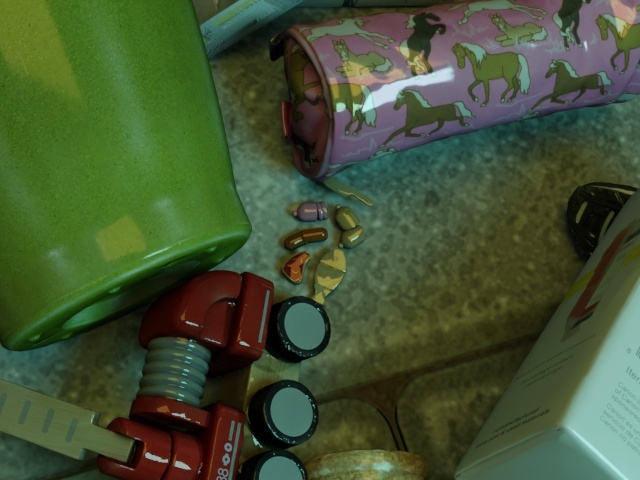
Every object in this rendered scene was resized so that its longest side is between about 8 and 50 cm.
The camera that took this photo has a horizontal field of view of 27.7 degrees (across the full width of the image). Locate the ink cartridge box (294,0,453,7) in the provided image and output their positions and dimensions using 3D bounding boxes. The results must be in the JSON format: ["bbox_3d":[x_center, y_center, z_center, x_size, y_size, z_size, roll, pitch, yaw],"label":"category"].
[{"bbox_3d":[0.042,-0.336,1.404,0.208,0.087,0.153,-2,67,-10],"label":"ink cartridge box"}]

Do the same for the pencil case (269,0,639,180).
[{"bbox_3d":[0.147,-0.175,1.308,0.386,0.160,0.167,-15,47,-16],"label":"pencil case"}]

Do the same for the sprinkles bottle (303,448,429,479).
[{"bbox_3d":[0.045,0.359,1.079,0.121,0.121,0.355,1,66,-9],"label":"sprinkles bottle"}]

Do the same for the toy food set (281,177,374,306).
[{"bbox_3d":[0.000,0.000,1.288,0.078,0.019,0.122,30,73,5],"label":"toy food set"}]

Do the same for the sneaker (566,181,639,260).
[{"bbox_3d":[0.379,0.008,1.316,0.271,0.100,0.108,21,32,7],"label":"sneaker"}]

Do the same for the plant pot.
[{"bbox_3d":[-0.239,-0.105,1.140,0.366,0.366,0.353,-24,85,-19],"label":"plant pot"}]

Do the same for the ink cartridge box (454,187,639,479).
[{"bbox_3d":[0.333,0.133,1.098,0.279,0.160,0.385,42,54,-3],"label":"ink cartridge box"}]

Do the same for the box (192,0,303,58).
[{"bbox_3d":[-0.067,-0.311,1.309,0.056,0.231,0.183,19,56,-45],"label":"box"}]

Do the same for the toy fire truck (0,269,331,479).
[{"bbox_3d":[-0.143,0.127,1.123,0.246,0.158,0.217,22,62,-27],"label":"toy fire truck"}]
